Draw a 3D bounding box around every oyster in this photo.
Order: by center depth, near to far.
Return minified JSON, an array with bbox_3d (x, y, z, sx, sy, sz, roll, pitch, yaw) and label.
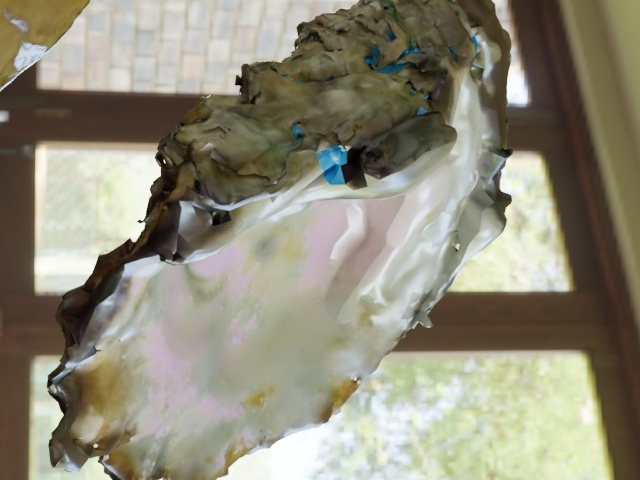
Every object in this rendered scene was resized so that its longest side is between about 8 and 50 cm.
[{"bbox_3d":[-0.007,-0.004,0.552,0.092,0.198,0.259,45,-78,28],"label":"oyster"}]

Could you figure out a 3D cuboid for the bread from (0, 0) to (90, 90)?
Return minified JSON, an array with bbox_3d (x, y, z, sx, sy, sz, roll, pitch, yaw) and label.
[{"bbox_3d":[-0.134,-0.094,0.358,0.230,0.123,0.230,-32,-150,21],"label":"bread"}]
